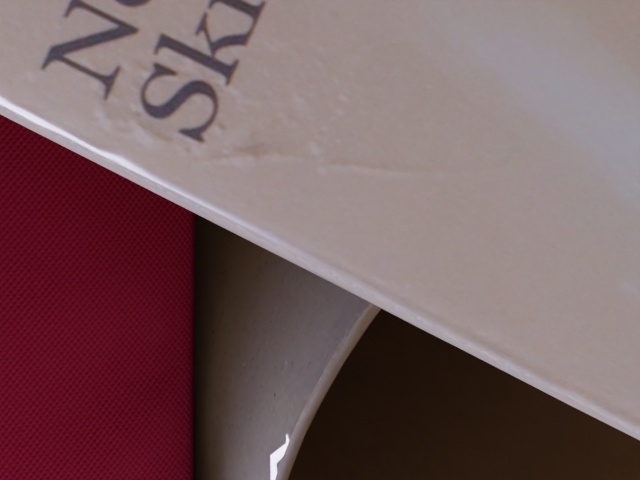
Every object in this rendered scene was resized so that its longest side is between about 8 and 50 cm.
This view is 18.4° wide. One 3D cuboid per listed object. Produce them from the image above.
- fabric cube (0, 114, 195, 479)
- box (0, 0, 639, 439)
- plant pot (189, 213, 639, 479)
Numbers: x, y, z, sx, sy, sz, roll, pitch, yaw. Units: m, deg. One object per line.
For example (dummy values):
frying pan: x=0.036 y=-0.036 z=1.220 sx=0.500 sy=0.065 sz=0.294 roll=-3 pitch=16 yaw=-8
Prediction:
fabric cube: x=-0.206 y=-0.024 z=0.630 sx=0.254 sy=0.258 sz=0.259 roll=-5 pitch=-172 yaw=-33
box: x=0.016 y=-0.067 z=0.394 sx=0.311 sy=0.148 sz=0.121 roll=25 pitch=-176 yaw=18
plant pot: x=0.000 y=0.000 z=0.748 sx=0.274 sy=0.256 sz=0.256 roll=38 pitch=-179 yaw=39
